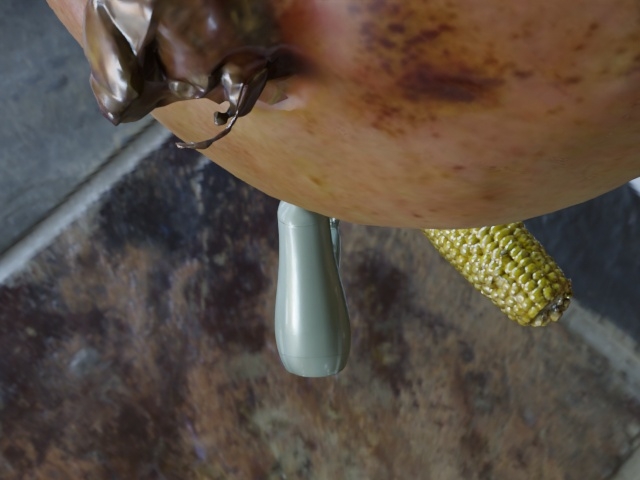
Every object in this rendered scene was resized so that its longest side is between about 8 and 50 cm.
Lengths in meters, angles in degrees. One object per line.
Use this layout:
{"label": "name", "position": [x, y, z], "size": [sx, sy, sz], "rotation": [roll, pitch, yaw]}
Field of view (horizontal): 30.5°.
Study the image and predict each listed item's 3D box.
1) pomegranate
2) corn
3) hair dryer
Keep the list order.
{"label": "pomegranate", "position": [0.025, -0.150, 0.450], "size": [0.338, 0.338, 0.338], "rotation": [-1, 70, 1]}
{"label": "corn", "position": [0.181, -0.021, 1.430], "size": [0.115, 0.115, 0.318], "rotation": [-33, 64, -10]}
{"label": "hair dryer", "position": [0.000, 0.000, 1.207], "size": [0.075, 0.206, 0.237], "rotation": [0, 26, 8]}
